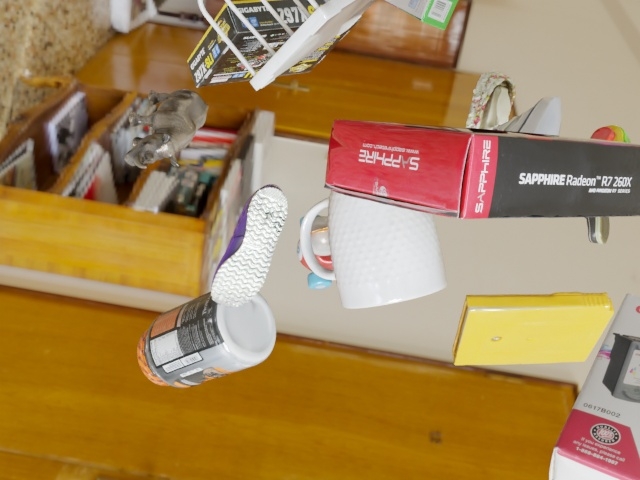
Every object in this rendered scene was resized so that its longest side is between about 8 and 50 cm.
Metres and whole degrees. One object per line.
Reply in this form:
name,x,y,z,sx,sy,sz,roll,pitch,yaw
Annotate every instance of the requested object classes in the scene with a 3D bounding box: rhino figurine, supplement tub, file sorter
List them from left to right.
rhino figurine,-0.245,-0.174,1.200,0.243,0.106,0.073,-81,167,-57
supplement tub,-0.292,0.247,1.894,0.338,0.207,0.207,-24,-139,37
file sorter,-0.025,-0.398,1.169,0.193,0.173,0.278,-34,-171,48

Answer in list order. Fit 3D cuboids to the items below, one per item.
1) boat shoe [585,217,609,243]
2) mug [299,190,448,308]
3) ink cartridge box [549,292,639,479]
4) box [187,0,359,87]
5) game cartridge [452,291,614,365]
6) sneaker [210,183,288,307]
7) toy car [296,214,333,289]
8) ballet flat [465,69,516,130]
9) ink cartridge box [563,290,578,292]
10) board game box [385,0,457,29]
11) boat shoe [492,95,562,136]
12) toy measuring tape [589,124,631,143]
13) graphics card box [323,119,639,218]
boat shoe,0.557,-0.088,1.584,0.080,0.073,0.224,46,43,-48
mug,0.112,-0.014,1.932,0.276,0.374,0.328,-16,95,-59
ink cartridge box,0.467,0.237,1.012,0.306,0.226,0.131,-51,142,-34
box,-0.108,-0.452,1.718,0.257,0.322,0.079,-28,-100,58
game cartridge,0.480,0.205,1.748,0.285,0.323,0.053,88,0,-56
sneaker,-0.152,0.007,1.684,0.293,0.102,0.146,-63,-167,12
toy car,0.000,0.000,2.173,0.238,0.210,0.219,30,48,-61
ballet flat,0.312,-0.200,1.420,0.077,0.091,0.241,-160,-104,-67
ink cartridge box,0.679,0.228,2.054,0.109,0.063,0.150,-46,114,-42
board game box,0.229,-0.624,1.675,0.242,0.064,0.316,-66,-151,21
boat shoe,0.318,-0.157,1.241,0.267,0.088,0.096,-51,138,-35
toy measuring tape,0.890,-0.284,2.183,0.330,0.121,0.121,-6,-111,47
graphics card box,0.220,-0.086,0.917,0.233,0.371,0.094,17,-75,54
